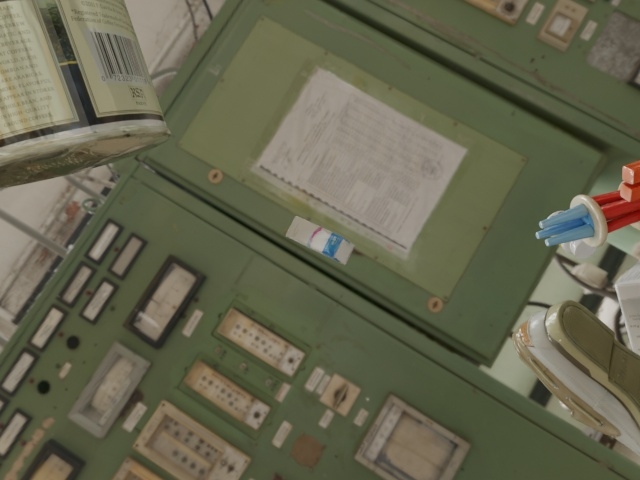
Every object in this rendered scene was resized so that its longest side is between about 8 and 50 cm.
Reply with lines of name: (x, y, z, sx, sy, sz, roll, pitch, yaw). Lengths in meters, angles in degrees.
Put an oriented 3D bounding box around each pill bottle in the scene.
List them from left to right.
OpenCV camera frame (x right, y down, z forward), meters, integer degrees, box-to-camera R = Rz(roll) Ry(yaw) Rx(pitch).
pill bottle: (0.545, -0.011, 1.074, 0.116, 0.065, 0.065, -101, 34, -58)

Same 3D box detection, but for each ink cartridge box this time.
ink cartridge box: (0.000, 0.000, 1.055, 0.052, 0.123, 0.088, -65, -22, -3)
ink cartridge box: (0.647, 0.172, 0.918, 0.066, 0.260, 0.296, -18, -4, 42)

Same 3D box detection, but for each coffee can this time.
coffee can: (-0.279, -0.202, 0.448, 0.202, 0.275, 0.201, -16, 9, 2)

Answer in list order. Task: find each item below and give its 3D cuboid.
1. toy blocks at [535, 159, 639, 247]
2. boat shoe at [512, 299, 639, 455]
toy blocks: (0.274, -0.041, 0.431, 0.148, 0.054, 0.123, -18, -23, 0)
boat shoe: (0.407, 0.213, 0.698, 0.113, 0.302, 0.103, -41, -2, -38)
